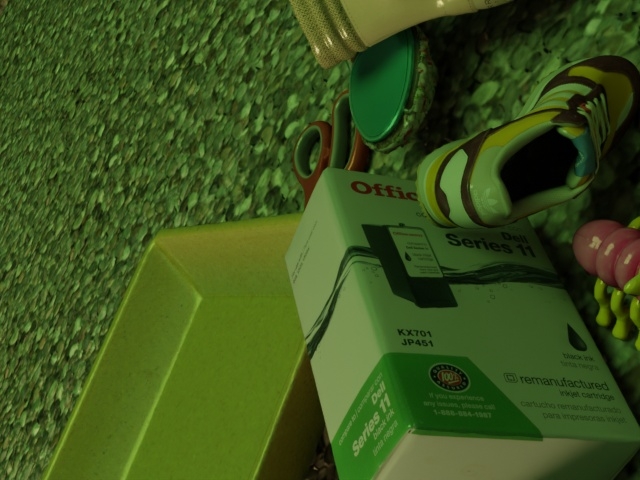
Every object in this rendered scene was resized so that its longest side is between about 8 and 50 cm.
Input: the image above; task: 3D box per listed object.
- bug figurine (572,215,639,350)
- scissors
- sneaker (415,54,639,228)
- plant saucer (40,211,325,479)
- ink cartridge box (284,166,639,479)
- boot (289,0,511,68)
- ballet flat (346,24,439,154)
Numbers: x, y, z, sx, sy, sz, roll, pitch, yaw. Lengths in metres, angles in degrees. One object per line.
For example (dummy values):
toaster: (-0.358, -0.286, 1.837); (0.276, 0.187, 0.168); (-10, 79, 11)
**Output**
bug figurine: (0.235, -0.020, 0.501); (0.216, 0.072, 0.279); (29, 94, 57)
scissors: (0.000, 0.000, 0.862); (0.109, 0.021, 0.297); (-25, 50, 45)
sneaker: (0.149, -0.059, 0.588); (0.185, 0.070, 0.084); (-35, 19, -23)
plant saucer: (-0.099, 0.145, 0.804); (0.332, 0.081, 0.333); (-5, 59, 54)
ink cartridge box: (0.075, 0.058, 0.588); (0.208, 0.153, 0.087); (-108, 33, -45)
boot: (0.046, -0.283, 0.748); (0.203, 0.095, 0.262); (-17, 89, 24)
ballet flat: (0.063, -0.161, 0.827); (0.091, 0.077, 0.241); (-39, 44, 32)
